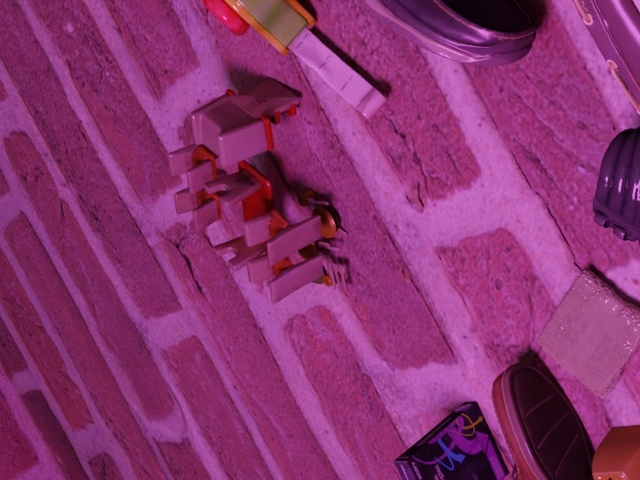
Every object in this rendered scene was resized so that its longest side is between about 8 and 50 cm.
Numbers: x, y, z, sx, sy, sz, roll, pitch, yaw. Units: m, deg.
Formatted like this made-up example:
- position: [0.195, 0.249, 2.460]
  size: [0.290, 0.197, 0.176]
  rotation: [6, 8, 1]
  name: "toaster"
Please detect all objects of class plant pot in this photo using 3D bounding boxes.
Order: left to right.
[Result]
- position: [0.370, 0.274, 1.248]
  size: [0.081, 0.083, 0.081]
  rotation: [-21, 96, 52]
  name: "plant pot"

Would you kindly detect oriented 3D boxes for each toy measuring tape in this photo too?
- position: [-0.051, -0.279, 1.329]
  size: [0.330, 0.121, 0.121]
  rotation: [46, 140, 18]
  name: "toy measuring tape"

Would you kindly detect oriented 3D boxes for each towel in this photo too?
- position: [0.321, 0.110, 1.243]
  size: [0.110, 0.027, 0.148]
  rotation: [41, 140, 24]
  name: "towel"

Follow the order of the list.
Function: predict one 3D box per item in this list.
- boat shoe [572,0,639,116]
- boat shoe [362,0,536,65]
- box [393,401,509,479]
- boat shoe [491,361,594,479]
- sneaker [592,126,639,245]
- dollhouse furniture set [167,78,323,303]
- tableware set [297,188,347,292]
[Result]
- position: [0.270, -0.258, 0.995]
  size: [0.097, 0.117, 0.324]
  rotation: [-30, 96, 49]
  name: "boat shoe"
- position: [0.094, -0.326, 1.132]
  size: [0.355, 0.132, 0.130]
  rotation: [44, 140, 18]
  name: "boat shoe"
- position: [0.178, 0.306, 1.418]
  size: [0.029, 0.162, 0.116]
  rotation: [-17, 101, 51]
  name: "box"
- position: [0.287, 0.301, 1.335]
  size: [0.104, 0.111, 0.307]
  rotation: [-26, 93, 51]
  name: "boat shoe"
- position: [0.360, 0.012, 1.082]
  size: [0.147, 0.105, 0.295]
  rotation: [13, 117, 45]
  name: "sneaker"
- position: [-0.095, -0.085, 1.511]
  size: [0.262, 0.135, 0.259]
  rotation: [40, 146, 38]
  name: "dollhouse furniture set"
- position: [0.000, 0.000, 1.536]
  size: [0.104, 0.024, 0.154]
  rotation: [12, 123, 47]
  name: "tableware set"
